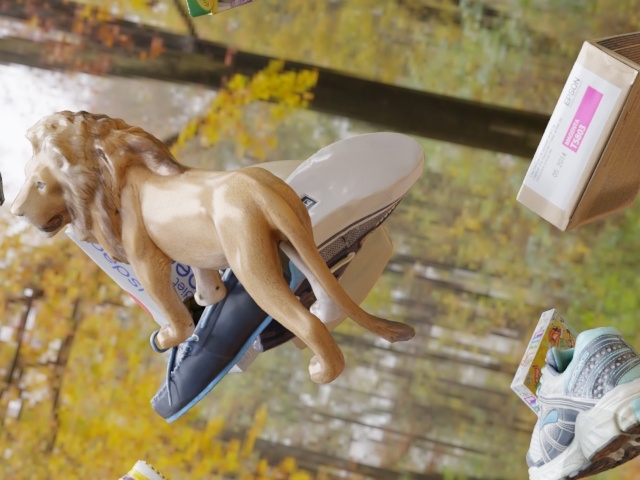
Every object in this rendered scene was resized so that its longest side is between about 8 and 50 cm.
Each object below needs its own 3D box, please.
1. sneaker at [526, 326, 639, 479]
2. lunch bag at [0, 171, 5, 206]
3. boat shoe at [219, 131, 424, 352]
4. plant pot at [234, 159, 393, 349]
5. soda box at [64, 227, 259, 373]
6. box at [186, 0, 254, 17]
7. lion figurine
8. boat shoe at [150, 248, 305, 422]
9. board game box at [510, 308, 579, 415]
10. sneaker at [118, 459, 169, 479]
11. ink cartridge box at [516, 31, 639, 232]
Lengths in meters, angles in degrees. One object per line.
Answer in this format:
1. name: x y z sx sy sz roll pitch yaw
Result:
1. sneaker: 0.269 0.166 1.420 0.283 0.110 0.122 112 140 -65
2. lunch bag: -0.369 -0.064 1.450 0.053 0.071 0.083 -68 -24 -19
3. boat shoe: 0.000 0.000 1.795 0.340 0.127 0.158 -33 -40 -28
4. plant pot: -0.005 -0.008 2.085 0.284 0.191 0.284 63 -176 -8
5. soda box: -0.191 0.050 1.844 0.098 0.286 0.091 -10 38 57
6. box: -0.097 -0.340 1.716 0.179 0.043 0.105 -23 -67 -30
7. lion figurine: -0.103 -0.013 1.294 0.142 0.392 0.240 -45 -55 -41
8. boat shoe: -0.112 0.086 1.514 0.258 0.089 0.109 -50 3 23
9. board game box: 0.344 0.190 2.081 0.026 0.103 0.154 -25 26 46
10. sneaker: -0.143 0.309 1.431 0.084 0.185 0.069 -47 -23 -14
11. ink cartridge box: 0.370 -0.143 1.806 0.193 0.088 0.234 -15 -46 -49
